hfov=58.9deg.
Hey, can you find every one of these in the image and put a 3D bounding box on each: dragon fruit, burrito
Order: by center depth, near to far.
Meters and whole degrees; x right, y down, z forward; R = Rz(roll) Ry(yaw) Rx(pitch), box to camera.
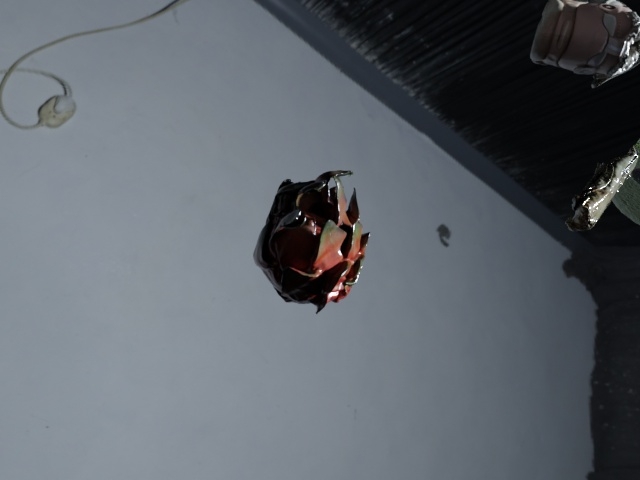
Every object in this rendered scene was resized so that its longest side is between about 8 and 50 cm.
[{"bbox_3d":[-0.006,0.002,0.579,0.121,0.130,0.142,-9,98,-28],"label":"dragon fruit"},{"bbox_3d":[0.352,-0.067,0.706,0.042,0.051,0.171,33,51,20],"label":"burrito"}]

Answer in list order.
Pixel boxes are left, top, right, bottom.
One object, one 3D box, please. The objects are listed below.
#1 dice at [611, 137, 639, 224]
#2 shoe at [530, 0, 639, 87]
[{"bbox_3d":[0.818,-0.164,1.261,0.254,0.250,0.252,37,76,24],"label":"dice"},{"bbox_3d":[0.606,-0.431,1.227,0.351,0.198,0.172,-29,138,-42],"label":"shoe"}]
